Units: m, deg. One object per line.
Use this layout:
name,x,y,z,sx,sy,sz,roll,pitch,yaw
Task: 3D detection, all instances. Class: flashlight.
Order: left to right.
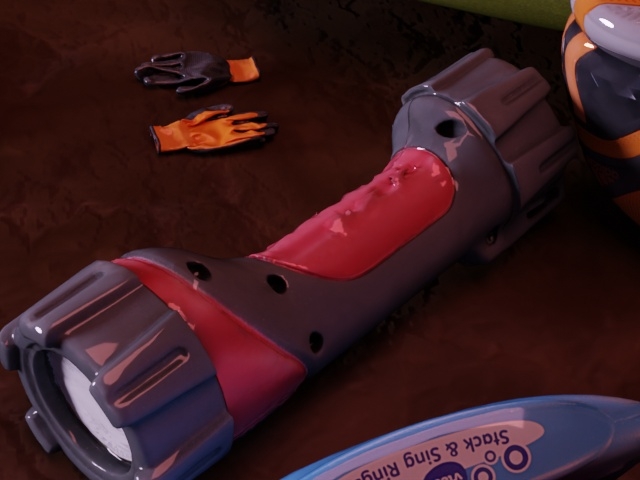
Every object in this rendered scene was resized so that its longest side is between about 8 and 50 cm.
flashlight,0.000,0.000,0.561,0.103,0.103,0.304,36,53,24

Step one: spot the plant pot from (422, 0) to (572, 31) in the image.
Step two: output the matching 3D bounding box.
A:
plant pot,0.136,-0.277,0.700,0.353,0.366,0.366,0,48,5

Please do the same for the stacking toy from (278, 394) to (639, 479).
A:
stacking toy,0.070,0.214,0.374,0.175,0.166,0.302,-16,68,-12

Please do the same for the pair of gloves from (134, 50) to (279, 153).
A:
pair of gloves,-0.065,-0.081,0.680,0.074,0.010,0.083,-6,50,-16

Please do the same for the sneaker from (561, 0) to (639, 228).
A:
sneaker,0.282,-0.056,0.590,0.321,0.180,0.125,15,57,20
